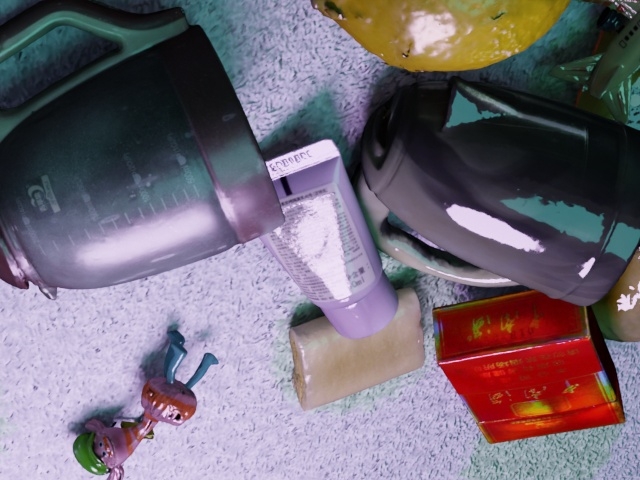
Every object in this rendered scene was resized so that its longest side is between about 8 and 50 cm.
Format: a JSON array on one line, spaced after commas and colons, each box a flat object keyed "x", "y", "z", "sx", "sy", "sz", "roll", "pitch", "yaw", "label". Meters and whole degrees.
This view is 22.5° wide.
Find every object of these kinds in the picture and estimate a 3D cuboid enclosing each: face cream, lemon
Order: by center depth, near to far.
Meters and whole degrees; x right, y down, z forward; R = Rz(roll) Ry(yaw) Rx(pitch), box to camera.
[{"x": 0.132, "y": -0.301, "z": 1.684, "sx": 0.310, "sy": 0.253, "sz": 0.253, "roll": -20, "pitch": 131, "yaw": -17, "label": "lemon"}, {"x": 0.000, "y": 0.000, "z": 1.944, "sx": 0.154, "sy": 0.096, "sz": 0.274, "roll": -18, "pitch": 128, "yaw": 18, "label": "face cream"}]

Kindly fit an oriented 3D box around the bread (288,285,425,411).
[{"x": 0.048, "y": 0.138, "z": 2.101, "sx": 0.178, "sy": 0.060, "sz": 0.139, "roll": -17, "pitch": 130, "yaw": -16, "label": "bread"}]

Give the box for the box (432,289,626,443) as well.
[{"x": 0.282, "y": 0.171, "z": 2.139, "sx": 0.197, "sy": 0.089, "sz": 0.313, "roll": -12, "pitch": 151, "yaw": 14, "label": "box"}]

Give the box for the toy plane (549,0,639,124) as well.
[{"x": 0.400, "y": -0.265, "z": 1.934, "sx": 0.242, "sy": 0.104, "sz": 0.256, "roll": 36, "pitch": 100, "yaw": -7, "label": "toy plane"}]

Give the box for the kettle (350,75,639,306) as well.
[{"x": 0.188, "y": -0.056, "z": 1.937, "sx": 0.324, "sy": 0.228, "sz": 0.321, "roll": 20, "pitch": 142, "yaw": -11, "label": "kettle"}]

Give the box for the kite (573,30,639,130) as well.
[{"x": 0.440, "y": -0.167, "z": 2.018, "sx": 0.377, "sy": 0.013, "sz": 0.327, "roll": -27, "pitch": 105, "yaw": 7, "label": "kite"}]

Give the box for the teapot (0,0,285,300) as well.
[{"x": -0.235, "y": -0.099, "z": 1.677, "sx": 0.312, "sy": 0.233, "sz": 0.315, "roll": -23, "pitch": 103, "yaw": -6, "label": "teapot"}]

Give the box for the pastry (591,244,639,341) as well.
[{"x": 0.466, "y": 0.036, "z": 2.182, "sx": 0.237, "sy": 0.170, "sz": 0.256, "roll": 4, "pitch": 114, "yaw": -41, "label": "pastry"}]

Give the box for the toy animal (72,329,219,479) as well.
[{"x": -0.213, "y": 0.209, "z": 2.003, "sx": 0.208, "sy": 0.100, "sz": 0.103, "roll": -51, "pitch": 171, "yaw": 10, "label": "toy animal"}]
